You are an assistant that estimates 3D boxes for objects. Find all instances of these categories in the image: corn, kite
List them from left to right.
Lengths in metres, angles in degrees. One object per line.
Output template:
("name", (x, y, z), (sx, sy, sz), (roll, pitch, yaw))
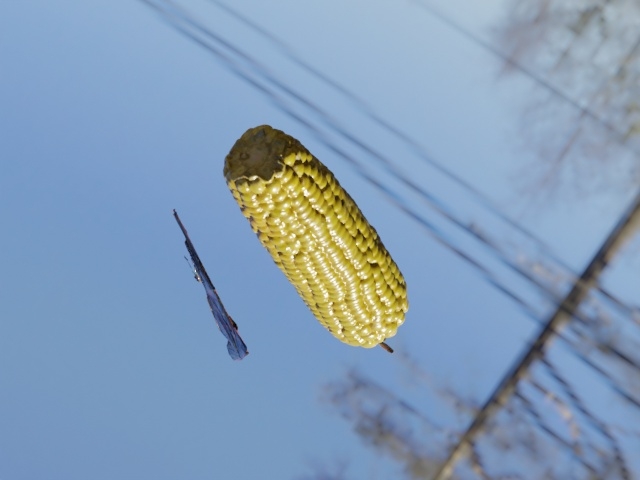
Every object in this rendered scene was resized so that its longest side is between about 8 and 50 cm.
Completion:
("kite", (-0.092, 0.053, 1.711), (0.159, 0.010, 0.190), (51, 164, 47))
("corn", (0.000, 0.000, 1.835), (0.101, 0.101, 0.310), (45, 174, 45))
